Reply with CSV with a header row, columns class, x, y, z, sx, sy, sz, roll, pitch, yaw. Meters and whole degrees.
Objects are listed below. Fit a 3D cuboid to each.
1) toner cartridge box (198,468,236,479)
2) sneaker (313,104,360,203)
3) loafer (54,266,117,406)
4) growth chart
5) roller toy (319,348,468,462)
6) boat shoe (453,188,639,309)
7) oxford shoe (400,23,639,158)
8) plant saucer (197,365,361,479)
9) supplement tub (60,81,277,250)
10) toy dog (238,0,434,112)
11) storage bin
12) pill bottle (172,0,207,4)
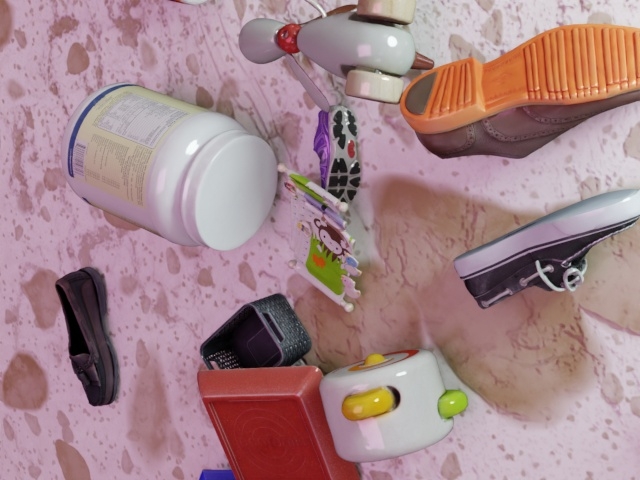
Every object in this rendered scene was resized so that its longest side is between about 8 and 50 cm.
class,x,y,z,sx,sy,sz,roll,pitch,yaw
toner cartridge box,-0.164,0.599,1.683,0.348,0.075,0.165,59,136,51
sneaker,0.021,-0.133,1.499,0.071,0.068,0.169,7,96,52
loafer,-0.502,0.211,1.947,0.109,0.095,0.302,1,101,38
growth chart,0.000,0.000,1.514,0.172,0.021,0.237,30,139,33
roller toy,0.097,0.246,1.426,0.191,0.209,0.146,-17,88,59
boat shoe,0.317,0.023,1.263,0.306,0.113,0.105,-27,89,41
oxford shoe,0.298,-0.190,1.244,0.364,0.132,0.130,-7,52,27
plant saucer,-0.082,0.343,1.614,0.258,0.048,0.259,-7,113,30
supplement tub,-0.259,-0.126,1.594,0.325,0.235,0.235,22,113,32
toy dog,0.039,-0.294,1.398,0.334,0.161,0.220,42,112,39
storage bin,-0.117,0.191,1.653,0.180,0.084,0.122,-43,74,37
pill bottle,-0.287,-0.485,1.608,0.221,0.121,0.121,20,112,33
